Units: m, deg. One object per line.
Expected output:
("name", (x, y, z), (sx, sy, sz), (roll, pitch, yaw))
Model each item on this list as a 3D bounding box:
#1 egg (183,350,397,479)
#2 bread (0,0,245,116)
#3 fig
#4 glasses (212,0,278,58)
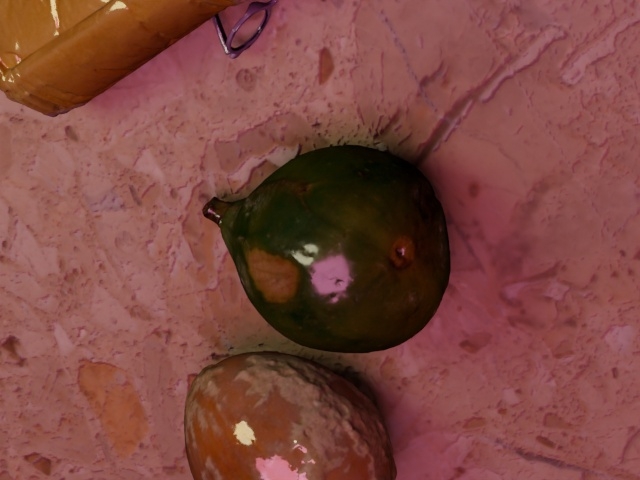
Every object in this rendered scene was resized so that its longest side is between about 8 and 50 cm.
("egg", (-0.032, 0.208, 1.720), (0.233, 0.195, 0.195), (35, 117, -12))
("bread", (-0.188, -0.227, 1.557), (0.288, 0.119, 0.152), (-30, 81, 29))
("fig", (0.000, 0.000, 1.639), (0.245, 0.195, 0.195), (20, 125, 42))
("glasses", (-0.083, -0.247, 1.600), (0.104, 0.062, 0.140), (39, 119, 16))
